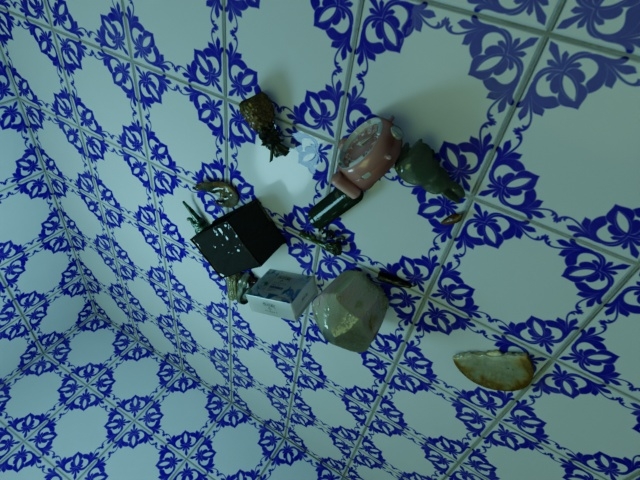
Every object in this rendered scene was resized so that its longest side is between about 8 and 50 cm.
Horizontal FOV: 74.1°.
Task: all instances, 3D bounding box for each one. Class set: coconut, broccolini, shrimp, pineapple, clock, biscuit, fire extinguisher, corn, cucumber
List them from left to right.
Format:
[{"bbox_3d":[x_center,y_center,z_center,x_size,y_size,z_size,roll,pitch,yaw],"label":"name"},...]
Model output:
[{"bbox_3d":[-0.490,-0.216,1.976,0.251,0.052,0.143,13,132,26],"label":"shrimp"},{"bbox_3d":[-0.469,0.242,2.305,0.087,0.087,0.210,30,142,13],"label":"corn"},{"bbox_3d":[-0.199,-0.416,1.567,0.128,0.128,0.248,-3,126,37],"label":"pineapple"},{"bbox_3d":[-0.001,0.000,1.800,0.216,0.067,0.058,30,133,26],"label":"broccolini"},{"bbox_3d":[0.071,-0.155,1.592,0.311,0.095,0.114,-32,71,47],"label":"fire extinguisher"},{"bbox_3d":[0.119,0.302,1.756,0.298,0.309,0.297,19,132,22],"label":"coconut"},{"bbox_3d":[0.167,-0.274,1.344,0.142,0.227,0.241,31,138,-25],"label":"clock"},{"bbox_3d":[0.308,0.167,1.716,0.163,0.043,0.039,20,170,24],"label":"cucumber"},{"bbox_3d":[0.707,0.523,1.703,0.309,0.040,0.204,-16,112,43],"label":"biscuit"}]

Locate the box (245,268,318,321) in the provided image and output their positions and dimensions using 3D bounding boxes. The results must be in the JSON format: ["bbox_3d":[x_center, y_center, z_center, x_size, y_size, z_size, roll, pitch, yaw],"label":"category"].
[{"bbox_3d":[-0.183,0.254,2.013,0.274,0.203,0.116,7,126,32],"label":"box"}]

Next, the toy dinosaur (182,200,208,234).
[{"bbox_3d":[-0.637,-0.078,2.172,0.120,0.079,0.292,-14,117,35],"label":"toy dinosaur"}]

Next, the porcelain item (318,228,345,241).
[{"bbox_3d":[0.029,-0.018,1.740,0.136,0.075,0.021,28,136,14],"label":"porcelain item"}]

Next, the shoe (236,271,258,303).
[{"bbox_3d":[-0.377,0.269,2.249,0.112,0.099,0.227,19,132,13],"label":"shoe"}]

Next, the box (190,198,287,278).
[{"bbox_3d":[-0.381,0.000,1.955,0.345,0.204,0.251,-20,110,43],"label":"box"}]

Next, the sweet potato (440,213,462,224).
[{"bbox_3d":[0.445,-0.071,1.433,0.034,0.034,0.095,53,147,-11],"label":"sweet potato"}]

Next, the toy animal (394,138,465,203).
[{"bbox_3d":[0.347,-0.201,1.346,0.251,0.125,0.127,40,112,-21],"label":"toy animal"}]
